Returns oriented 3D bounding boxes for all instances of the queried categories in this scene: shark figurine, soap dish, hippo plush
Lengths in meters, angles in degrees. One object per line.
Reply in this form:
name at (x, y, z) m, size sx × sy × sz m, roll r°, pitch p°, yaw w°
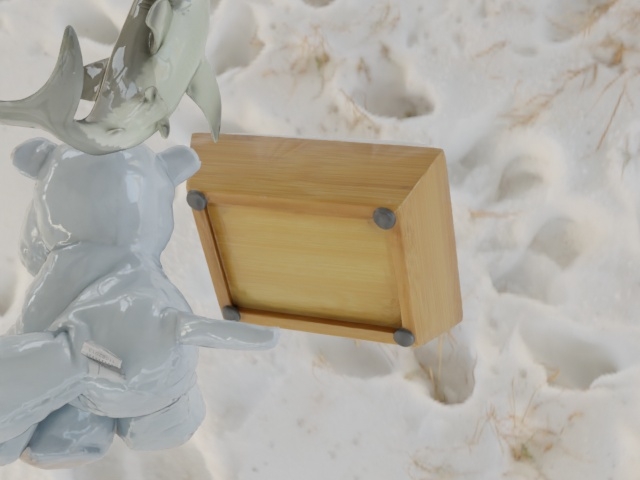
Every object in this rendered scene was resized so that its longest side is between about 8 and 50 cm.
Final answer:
shark figurine at (-0.155, -0.109, 0.697) m, size 0.116 × 0.166 × 0.278 m, roll 4°, pitch 35°, yaw 17°
soap dish at (0.000, 0.000, 1.097) m, size 0.291 × 0.228 × 0.118 m, roll 6°, pitch 38°, yaw 23°
hippo plush at (-0.200, 0.033, 0.785) m, size 0.234 × 0.294 × 0.236 m, roll -4°, pitch 66°, yaw -21°
